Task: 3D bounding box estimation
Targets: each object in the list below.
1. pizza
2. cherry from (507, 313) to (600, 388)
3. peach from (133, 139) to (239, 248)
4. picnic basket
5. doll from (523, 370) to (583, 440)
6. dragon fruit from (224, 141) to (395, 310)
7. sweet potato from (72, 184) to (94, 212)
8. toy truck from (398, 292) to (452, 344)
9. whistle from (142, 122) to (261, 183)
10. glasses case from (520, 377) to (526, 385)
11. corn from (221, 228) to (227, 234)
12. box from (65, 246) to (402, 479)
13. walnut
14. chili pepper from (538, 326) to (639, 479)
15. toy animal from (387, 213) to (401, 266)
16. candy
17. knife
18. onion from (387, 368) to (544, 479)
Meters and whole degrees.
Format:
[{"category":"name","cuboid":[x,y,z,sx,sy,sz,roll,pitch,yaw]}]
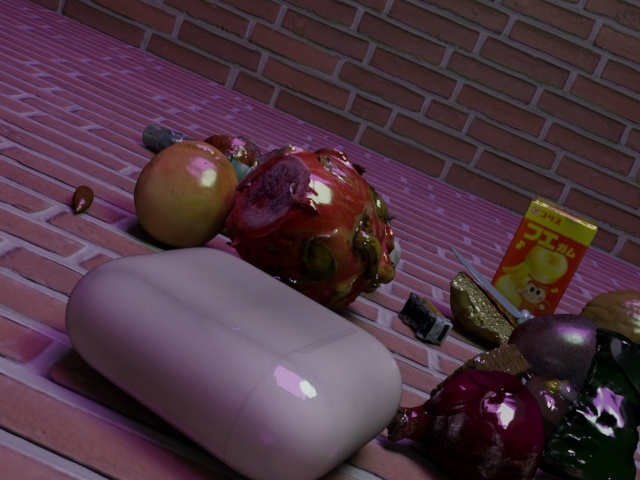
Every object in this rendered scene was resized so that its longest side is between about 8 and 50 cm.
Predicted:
[{"category":"pizza","cuboid":[0.316,0.152,1.622,0.188,0.080,0.204,51,11,12]},{"category":"cherry","cuboid":[0.412,0.194,1.449,0.176,0.140,0.176,19,-14,5]},{"category":"peach","cuboid":[-0.221,-0.078,1.397,0.184,0.184,0.184,22,15,-6]},{"category":"picnic basket","cuboid":[0.242,0.209,1.236,0.193,0.110,0.055,1,49,-56]},{"category":"doll","cuboid":[0.382,0.270,1.260,0.188,0.096,0.145,36,24,8]},{"category":"dragon fruit","cuboid":[0.000,0.000,1.356,0.291,0.250,0.269,45,15,-42]},{"category":"sweet potato","cuboid":[-0.393,-0.068,1.377,0.034,0.034,0.095,18,25,-19]},{"category":"toy truck","cuboid":[0.190,0.139,1.497,0.063,0.052,0.123,23,12,-27]},{"category":"whistle","cuboid":[-0.254,-0.196,1.874,0.346,0.133,0.142,22,21,27]},{"category":"glasses case","cuboid":[0.410,0.274,1.367,0.178,0.045,0.067,24,13,5]},{"category":"corn","cuboid":[-0.186,-0.029,1.565,0.083,0.027,0.028,29,24,13]},{"category":"box","cuboid":[-0.091,0.127,0.938,0.349,0.141,0.289,28,14,21]},{"category":"walnut","cuboid":[0.616,0.196,1.653,0.228,0.228,0.228,22,15,-6]},{"category":"chili pepper","cuboid":[0.407,0.229,1.161,0.148,0.116,0.264,38,51,-6]},{"category":"toy animal","cuboid":[0.013,-0.031,1.638,0.208,0.154,0.325,21,9,-34]},{"category":"candy","cuboid":[0.445,0.061,1.717,0.146,0.276,0.088,25,15,13]},{"category":"knife","cuboid":[0.371,0.132,1.617,0.331,0.044,0.080,42,18,-7]},{"category":"onion","cuboid":[0.183,0.222,1.032,0.198,0.135,0.173,18,13,-14]}]
